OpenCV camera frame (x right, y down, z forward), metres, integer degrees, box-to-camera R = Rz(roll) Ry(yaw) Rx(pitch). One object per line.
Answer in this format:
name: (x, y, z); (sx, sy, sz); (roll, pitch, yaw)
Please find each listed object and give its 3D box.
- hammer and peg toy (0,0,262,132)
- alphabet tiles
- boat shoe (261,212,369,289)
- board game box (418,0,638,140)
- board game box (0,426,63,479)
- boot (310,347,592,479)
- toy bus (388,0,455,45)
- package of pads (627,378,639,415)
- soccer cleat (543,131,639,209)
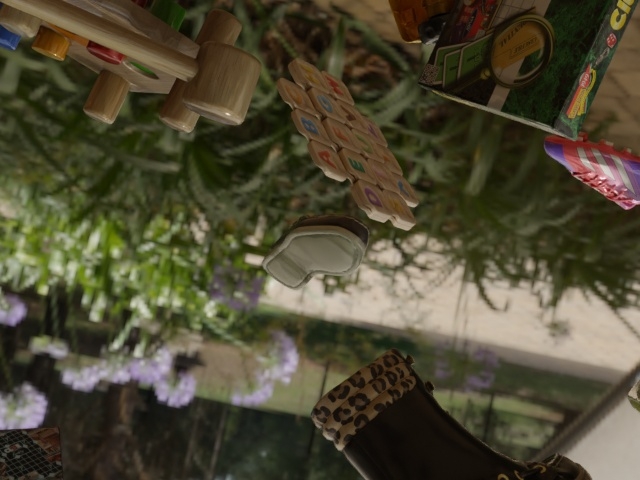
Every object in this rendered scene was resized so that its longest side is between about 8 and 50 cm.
hammer and peg toy: (-0.206, -0.213, 1.117); (0.266, 0.127, 0.361); (30, 170, -34)
alphabet tiles: (0.048, -0.143, 1.719); (0.021, 0.284, 0.278); (-37, 153, 23)
boat shoe: (0.000, 0.000, 1.391); (0.081, 0.069, 0.227); (41, 156, -12)
board game box: (0.167, -0.203, 0.773); (0.030, 0.260, 0.136); (21, -176, -43)
board game box: (-0.448, 0.325, 1.482); (0.243, 0.165, 0.042); (1, 152, -23)
boot: (0.165, 0.261, 1.425); (0.284, 0.138, 0.377); (48, -152, 15)
toy bus: (0.226, -0.346, 1.560); (0.220, 0.150, 0.211); (-15, 176, 34)
package of pads: (0.520, 0.164, 1.559); (0.101, 0.229, 0.296); (38, -178, 11)
soccer cleat: (0.432, -0.096, 1.727); (0.248, 0.095, 0.083); (12, -168, -24)
